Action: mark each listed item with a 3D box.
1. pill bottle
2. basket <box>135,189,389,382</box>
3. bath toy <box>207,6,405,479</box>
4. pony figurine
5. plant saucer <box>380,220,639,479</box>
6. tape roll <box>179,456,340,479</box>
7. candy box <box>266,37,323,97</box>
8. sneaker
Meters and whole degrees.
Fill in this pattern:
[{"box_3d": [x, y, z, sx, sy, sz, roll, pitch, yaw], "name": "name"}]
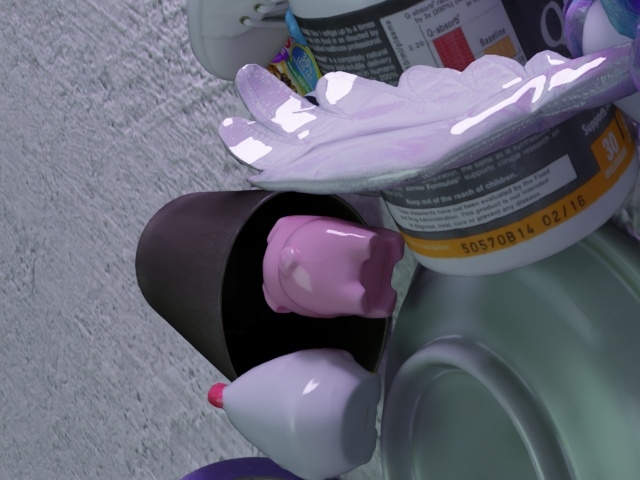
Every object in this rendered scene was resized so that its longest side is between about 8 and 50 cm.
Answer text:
[{"box_3d": [0.076, -0.130, 0.989, 0.162, 0.162, 0.278, 15, 137, 58], "name": "pill bottle"}, {"box_3d": [-0.063, 0.035, 1.404, 0.227, 0.154, 0.204, 22, 123, 60], "name": "basket"}, {"box_3d": [0.000, 0.000, 1.195, 0.129, 0.151, 0.348, 8, 85, 24], "name": "bath toy"}, {"box_3d": [0.165, -0.100, 0.751, 0.351, 0.363, 0.302, 7, 65, 60], "name": "pony figurine"}, {"box_3d": [0.139, 0.169, 1.146, 0.400, 0.101, 0.400, 30, 126, 52], "name": "plant saucer"}, {"box_3d": [-0.051, 0.278, 1.431, 0.189, 0.189, 0.080, 42, 134, 47], "name": "tape roll"}, {"box_3d": [-0.031, -0.180, 1.385, 0.206, 0.027, 0.105, 60, 143, 28], "name": "candy box"}, {"box_3d": [-0.016, -0.220, 1.241, 0.123, 0.106, 0.290, 53, 134, 31], "name": "sneaker"}]
